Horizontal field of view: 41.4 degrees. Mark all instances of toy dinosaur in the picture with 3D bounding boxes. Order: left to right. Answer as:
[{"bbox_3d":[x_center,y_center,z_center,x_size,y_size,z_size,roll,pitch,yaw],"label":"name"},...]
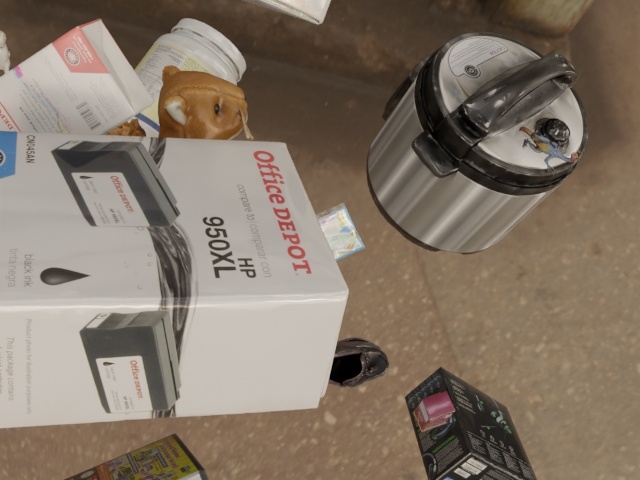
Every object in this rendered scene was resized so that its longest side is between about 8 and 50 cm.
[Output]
[{"bbox_3d":[0.369,-0.151,1.354,0.082,0.047,0.090,17,44,-18],"label":"toy dinosaur"}]

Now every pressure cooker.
[{"bbox_3d":[0.327,-0.210,1.714,0.376,0.420,0.369,15,58,-13],"label":"pressure cooker"}]

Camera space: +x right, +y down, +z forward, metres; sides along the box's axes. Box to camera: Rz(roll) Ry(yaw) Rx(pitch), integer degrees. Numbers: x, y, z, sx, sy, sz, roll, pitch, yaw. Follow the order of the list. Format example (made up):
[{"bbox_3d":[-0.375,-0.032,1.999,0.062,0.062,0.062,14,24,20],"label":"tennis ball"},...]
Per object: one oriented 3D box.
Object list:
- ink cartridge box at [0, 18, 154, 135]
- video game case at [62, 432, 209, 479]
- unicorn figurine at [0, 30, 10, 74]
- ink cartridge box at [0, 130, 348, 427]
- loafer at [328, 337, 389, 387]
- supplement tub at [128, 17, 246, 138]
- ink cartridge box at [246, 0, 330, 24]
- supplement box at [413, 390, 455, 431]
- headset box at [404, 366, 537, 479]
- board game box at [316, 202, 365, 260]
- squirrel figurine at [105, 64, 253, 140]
[{"bbox_3d":[-0.312,-0.157,0.990,0.115,0.198,0.067,59,20,-15],"label":"ink cartridge box"},{"bbox_3d":[-0.317,0.389,1.325,0.248,0.275,0.035,-20,95,-18],"label":"video game case"},{"bbox_3d":[-0.633,-0.359,1.658,0.060,0.162,0.111,13,53,-20],"label":"unicorn figurine"},{"bbox_3d":[-0.202,0.028,0.871,0.395,0.166,0.285,0,38,-18],"label":"ink cartridge box"},{"bbox_3d":[0.039,0.255,1.707,0.303,0.109,0.095,15,13,-43],"label":"loafer"},{"bbox_3d":[-0.349,-0.347,2.047,0.235,0.235,0.324,32,75,1],"label":"supplement tub"},{"bbox_3d":[-0.047,-0.330,0.633,0.122,0.289,0.211,13,13,-41],"label":"ink cartridge box"},{"bbox_3d":[0.214,0.325,1.607,0.055,0.083,0.043,-15,65,-15],"label":"supplement box"},{"bbox_3d":[0.342,0.458,1.949,0.246,0.131,0.283,32,25,-28],"label":"headset box"},{"bbox_3d":[0.000,0.000,1.734,0.154,0.103,0.026,-24,25,5],"label":"board game box"},{"bbox_3d":[-0.290,-0.139,1.637,0.397,0.370,0.281,-5,36,-3],"label":"squirrel figurine"}]
